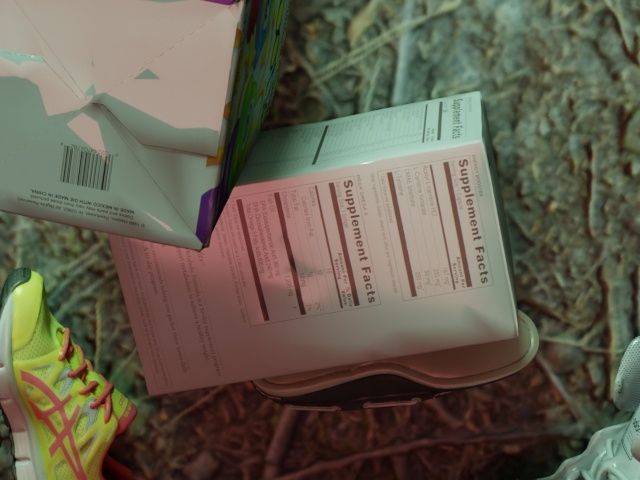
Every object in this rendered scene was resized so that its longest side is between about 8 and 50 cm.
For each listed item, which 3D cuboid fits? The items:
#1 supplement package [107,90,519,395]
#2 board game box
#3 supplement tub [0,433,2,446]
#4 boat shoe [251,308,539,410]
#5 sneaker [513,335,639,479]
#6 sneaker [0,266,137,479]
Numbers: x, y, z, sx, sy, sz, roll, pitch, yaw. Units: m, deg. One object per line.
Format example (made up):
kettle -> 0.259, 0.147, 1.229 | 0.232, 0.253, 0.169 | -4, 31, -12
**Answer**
supplement package -> 0.000, 0.000, 0.992 | 0.244, 0.139, 0.134 | -9, 108, 9
board game box -> -0.102, -0.118, 0.883 | 0.144, 0.275, 0.142 | 11, 111, 1
supplement tub -> -0.308, 0.081, 1.069 | 0.106, 0.106, 0.198 | -15, 109, 10
boat shoe -> 0.052, 0.084, 1.073 | 0.206, 0.075, 0.065 | -6, 154, 1
sneaker -> 0.179, 0.181, 1.050 | 0.365, 0.137, 0.210 | 1, 110, 0
sneaker -> -0.183, 0.111, 1.091 | 0.094, 0.081, 0.209 | -7, 116, 0
